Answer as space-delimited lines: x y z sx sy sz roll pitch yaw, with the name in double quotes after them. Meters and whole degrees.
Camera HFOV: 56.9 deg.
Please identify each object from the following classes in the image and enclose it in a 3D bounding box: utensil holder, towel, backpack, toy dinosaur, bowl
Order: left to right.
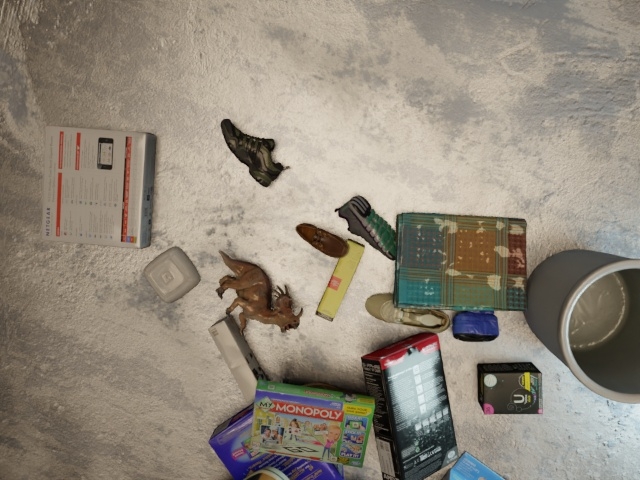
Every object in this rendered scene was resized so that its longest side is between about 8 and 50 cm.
-0.445 0.103 1.746 0.142 0.053 0.142 -36 90 6 "bowl"
-0.181 0.148 1.700 0.200 0.127 0.296 -25 80 -1 "toy dinosaur"
0.390 0.060 1.645 0.369 0.040 0.272 2 82 0 "towel"
0.431 0.237 1.669 0.120 0.098 0.101 -1 66 5 "backpack"
0.714 0.187 1.495 0.327 0.385 0.328 0 95 5 "utensil holder"

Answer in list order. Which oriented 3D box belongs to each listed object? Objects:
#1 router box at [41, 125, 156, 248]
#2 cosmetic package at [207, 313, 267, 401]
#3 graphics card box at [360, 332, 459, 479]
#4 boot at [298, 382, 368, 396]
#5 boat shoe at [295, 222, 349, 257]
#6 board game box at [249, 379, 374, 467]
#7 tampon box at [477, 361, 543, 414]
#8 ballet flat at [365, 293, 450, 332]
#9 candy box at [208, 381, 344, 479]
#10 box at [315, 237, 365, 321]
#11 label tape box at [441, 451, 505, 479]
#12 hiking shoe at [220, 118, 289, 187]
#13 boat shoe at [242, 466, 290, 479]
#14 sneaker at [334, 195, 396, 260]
-0.646 -0.156 1.725 0.300 0.082 0.336 6 95 4 "router box"
-0.237 0.339 1.727 0.060 0.099 0.239 -28 93 4 "cosmetic package"
0.253 0.466 1.643 0.232 0.094 0.371 -14 94 -36 "graphics card box"
0.040 0.460 1.658 0.305 0.115 0.113 7 76 -16 "boot"
0.000 -0.001 1.658 0.177 0.060 0.064 27 96 34 "boat shoe"
-0.026 0.497 1.601 0.316 0.046 0.214 8 115 1 "board game box"
0.532 0.417 1.669 0.160 0.101 0.121 -3 94 5 "tampon box"
0.250 0.209 1.685 0.248 0.086 0.086 12 96 4 "ballet flat"
-0.125 0.626 1.730 0.268 0.122 0.317 -34 90 5 "candy box"
0.057 0.112 1.690 0.058 0.087 0.233 24 97 2 "box"
0.421 0.835 1.709 0.249 0.115 0.348 36 98 1 "label tape box"
-0.190 -0.267 1.690 0.114 0.086 0.227 -39 97 -7 "hiking shoe"
-0.248 0.799 1.646 0.187 0.156 0.500 44 126 4 "boat shoe"
0.138 -0.028 1.692 0.098 0.083 0.224 -25 109 45 "sneaker"
